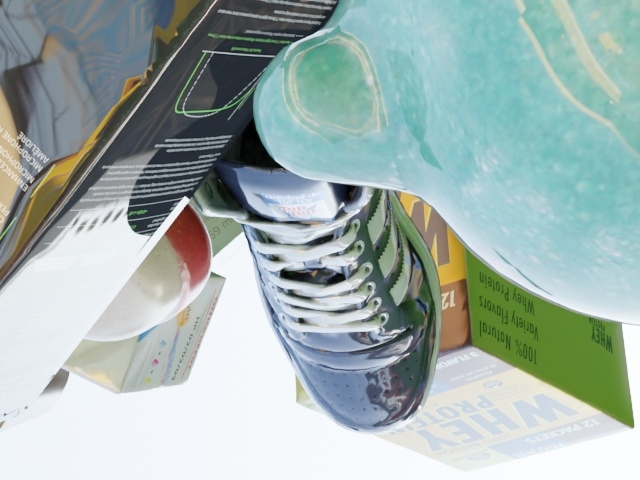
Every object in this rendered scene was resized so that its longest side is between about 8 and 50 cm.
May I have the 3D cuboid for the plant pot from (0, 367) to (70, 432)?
[{"bbox_3d":[-0.336,0.125,1.729,0.167,0.167,0.165,59,-166,10],"label":"plant pot"}]

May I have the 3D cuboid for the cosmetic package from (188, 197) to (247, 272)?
[{"bbox_3d":[-0.127,-0.073,1.679,0.151,0.151,0.184,-43,-93,-15],"label":"cosmetic package"}]

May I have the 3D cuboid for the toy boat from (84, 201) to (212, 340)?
[{"bbox_3d":[-0.152,-0.049,1.120,0.231,0.151,0.151,43,-123,17],"label":"toy boat"}]

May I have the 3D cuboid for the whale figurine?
[{"bbox_3d":[0.061,-0.102,0.461,0.272,0.216,0.141,47,179,7],"label":"whale figurine"}]

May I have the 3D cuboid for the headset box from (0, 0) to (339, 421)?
[{"bbox_3d":[-0.176,-0.081,0.759,0.246,0.283,0.131,44,-162,13],"label":"headset box"}]

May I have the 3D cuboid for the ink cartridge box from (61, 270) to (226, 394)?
[{"bbox_3d":[-0.139,0.066,1.473,0.061,0.104,0.181,23,-174,16],"label":"ink cartridge box"}]

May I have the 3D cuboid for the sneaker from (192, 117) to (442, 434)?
[{"bbox_3d":[0.000,0.000,0.879,0.153,0.099,0.282,-77,-21,-65],"label":"sneaker"}]

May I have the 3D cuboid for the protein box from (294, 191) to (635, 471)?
[{"bbox_3d":[0.091,0.023,1.160,0.200,0.136,0.201,28,-130,-46],"label":"protein box"}]
